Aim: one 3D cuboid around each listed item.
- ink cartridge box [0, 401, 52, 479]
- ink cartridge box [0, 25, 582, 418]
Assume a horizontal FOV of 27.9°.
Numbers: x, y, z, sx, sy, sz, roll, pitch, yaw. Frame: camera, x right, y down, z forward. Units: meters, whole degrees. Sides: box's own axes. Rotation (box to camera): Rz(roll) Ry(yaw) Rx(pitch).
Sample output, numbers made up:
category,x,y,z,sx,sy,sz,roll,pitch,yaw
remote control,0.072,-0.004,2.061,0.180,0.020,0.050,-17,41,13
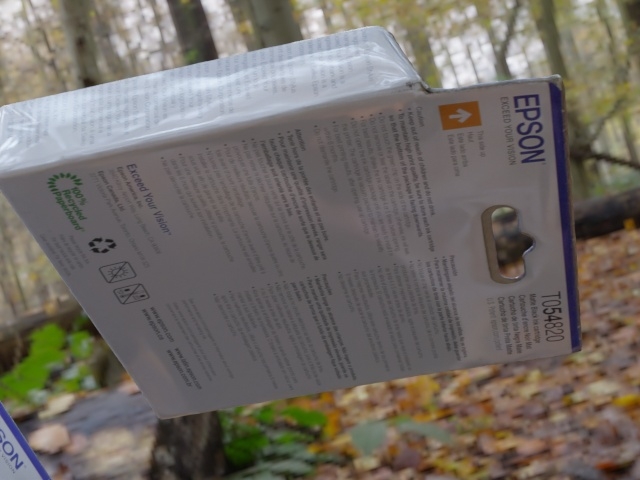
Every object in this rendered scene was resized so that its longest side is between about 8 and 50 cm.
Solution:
category,x,y,z,sx,sy,sz,roll,pitch,yaw
ink cartridge box,-0.186,0.194,0.521,0.065,0.165,0.333,-30,6,18
ink cartridge box,0.000,0.000,0.578,0.224,0.045,0.223,-9,-35,7
